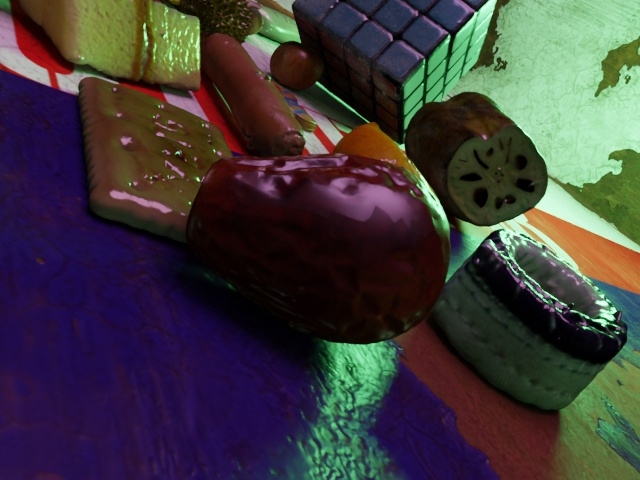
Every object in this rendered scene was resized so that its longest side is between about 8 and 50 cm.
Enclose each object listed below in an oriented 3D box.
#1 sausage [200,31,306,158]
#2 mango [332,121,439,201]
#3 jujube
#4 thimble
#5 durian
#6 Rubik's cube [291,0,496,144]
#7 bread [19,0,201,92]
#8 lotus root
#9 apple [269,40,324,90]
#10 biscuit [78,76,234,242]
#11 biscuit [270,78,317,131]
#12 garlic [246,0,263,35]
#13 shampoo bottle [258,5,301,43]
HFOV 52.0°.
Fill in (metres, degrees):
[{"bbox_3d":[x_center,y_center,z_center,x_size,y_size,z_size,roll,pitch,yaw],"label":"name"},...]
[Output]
[{"bbox_3d":[-0.129,-0.255,1.126,0.094,0.094,0.419,-18,43,-13],"label":"sausage"},{"bbox_3d":[0.105,-0.073,1.028,0.154,0.126,0.252,25,27,-50],"label":"mango"},{"bbox_3d":[0.000,0.000,0.652,0.256,0.189,0.190,18,24,-7],"label":"jujube"},{"bbox_3d":[0.268,0.096,0.862,0.237,0.150,0.237,27,24,-13],"label":"thimble"},{"bbox_3d":[-0.238,-0.502,1.423,0.198,0.146,0.159,32,19,-13],"label":"durian"},{"bbox_3d":[0.177,-0.504,1.599,0.344,0.337,0.343,40,-7,13],"label":"Rubik's cube"},{"bbox_3d":[-0.304,-0.320,1.014,0.266,0.142,0.178,-5,59,-55],"label":"bread"},{"bbox_3d":[0.311,-0.190,1.410,0.251,0.250,0.346,24,24,-23],"label":"lotus root"},{"bbox_3d":[-0.053,-0.410,1.546,0.126,0.102,0.126,24,20,-9],"label":"apple"},{"bbox_3d":[-0.180,-0.097,0.793,0.217,0.044,0.324,21,25,-32],"label":"biscuit"},{"bbox_3d":[-0.121,-0.311,1.341,0.280,0.043,0.183,39,19,7],"label":"biscuit"},{"bbox_3d":[-0.222,-0.583,1.706,0.124,0.099,0.175,26,8,41],"label":"garlic"},{"bbox_3d":[-0.134,-0.637,1.943,0.257,0.078,0.127,6,39,-53],"label":"shampoo bottle"}]
